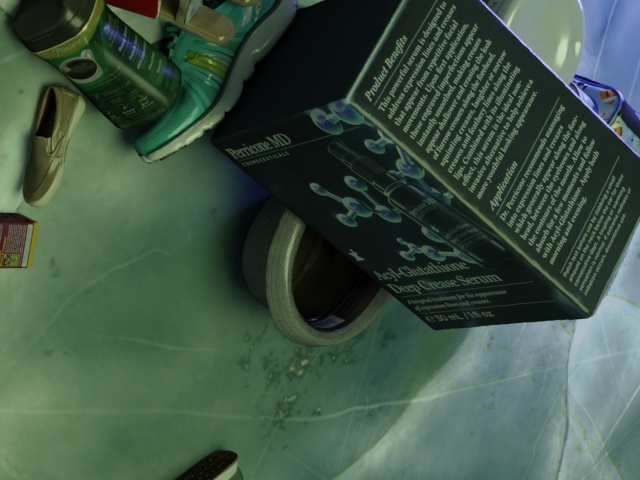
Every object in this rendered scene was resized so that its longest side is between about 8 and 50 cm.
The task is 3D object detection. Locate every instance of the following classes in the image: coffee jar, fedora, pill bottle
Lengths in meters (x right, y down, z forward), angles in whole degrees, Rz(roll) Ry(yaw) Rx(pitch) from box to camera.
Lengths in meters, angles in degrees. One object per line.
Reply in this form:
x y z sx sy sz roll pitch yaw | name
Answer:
-0.241 -0.204 1.694 0.184 0.096 0.079 43 44 -39 | coffee jar
0.000 0.000 1.988 0.275 0.124 0.244 -58 136 -17 | fedora
0.171 -0.267 1.930 0.161 0.283 0.161 -17 117 -37 | pill bottle

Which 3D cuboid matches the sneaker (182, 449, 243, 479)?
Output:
-0.169 0.356 2.013 0.192 0.064 0.086 -34 122 -33 | sneaker

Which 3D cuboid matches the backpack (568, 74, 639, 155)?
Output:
0.284 -0.111 2.129 0.213 0.276 0.263 26 95 -41 | backpack

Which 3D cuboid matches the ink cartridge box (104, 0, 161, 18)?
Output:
-0.223 -0.355 1.631 0.078 0.134 0.231 -7 110 -40 | ink cartridge box

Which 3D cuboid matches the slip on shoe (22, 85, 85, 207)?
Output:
-0.301 -0.105 1.716 0.041 0.051 0.135 27 84 -51 | slip on shoe

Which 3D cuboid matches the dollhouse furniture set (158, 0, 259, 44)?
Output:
-0.049 -0.348 1.704 0.242 0.161 0.212 -61 175 -40 | dollhouse furniture set

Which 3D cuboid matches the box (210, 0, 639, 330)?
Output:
0.131 -0.094 1.792 0.395 0.293 0.212 40 65 -22 | box

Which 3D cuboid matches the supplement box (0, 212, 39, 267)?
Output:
-0.357 0.000 1.711 0.083 0.043 0.055 2 105 -45 | supplement box

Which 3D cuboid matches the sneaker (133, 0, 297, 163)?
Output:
-0.141 -0.210 1.813 0.110 0.107 0.275 39 73 -25 | sneaker
